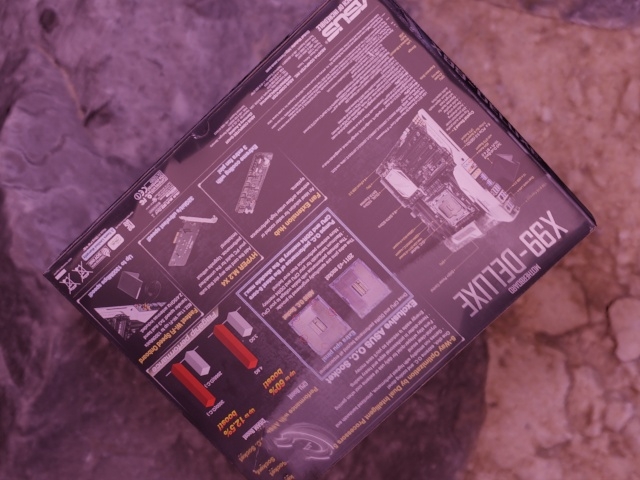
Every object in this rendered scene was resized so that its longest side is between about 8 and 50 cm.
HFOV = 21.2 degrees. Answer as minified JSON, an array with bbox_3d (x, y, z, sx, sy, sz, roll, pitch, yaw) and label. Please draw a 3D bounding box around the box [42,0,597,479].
[{"bbox_3d":[0.000,0.000,1.201,0.307,0.076,0.242,-44,97,8],"label":"box"}]
